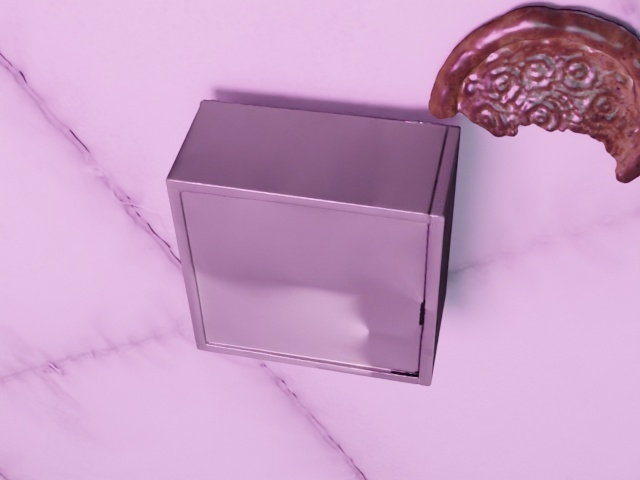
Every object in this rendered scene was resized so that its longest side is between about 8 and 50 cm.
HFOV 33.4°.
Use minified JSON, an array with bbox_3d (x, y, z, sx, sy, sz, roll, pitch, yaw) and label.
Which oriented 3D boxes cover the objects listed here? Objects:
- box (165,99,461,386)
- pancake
[{"bbox_3d":[0.000,0.000,0.945,0.225,0.117,0.225,8,138,9],"label":"box"},{"bbox_3d":[0.184,-0.109,0.864,0.191,0.020,0.184,-7,132,23],"label":"pancake"}]
